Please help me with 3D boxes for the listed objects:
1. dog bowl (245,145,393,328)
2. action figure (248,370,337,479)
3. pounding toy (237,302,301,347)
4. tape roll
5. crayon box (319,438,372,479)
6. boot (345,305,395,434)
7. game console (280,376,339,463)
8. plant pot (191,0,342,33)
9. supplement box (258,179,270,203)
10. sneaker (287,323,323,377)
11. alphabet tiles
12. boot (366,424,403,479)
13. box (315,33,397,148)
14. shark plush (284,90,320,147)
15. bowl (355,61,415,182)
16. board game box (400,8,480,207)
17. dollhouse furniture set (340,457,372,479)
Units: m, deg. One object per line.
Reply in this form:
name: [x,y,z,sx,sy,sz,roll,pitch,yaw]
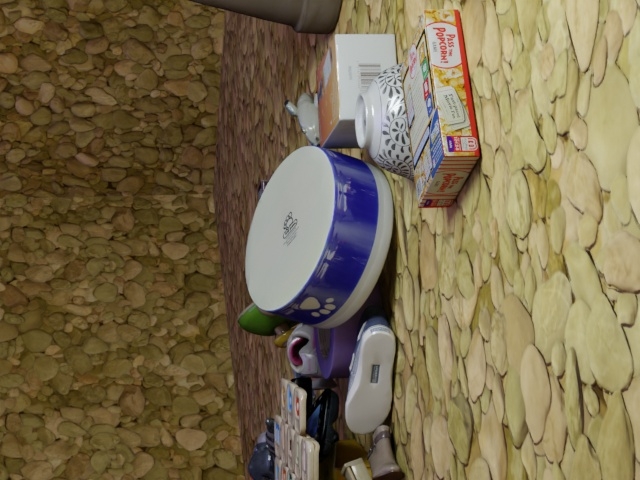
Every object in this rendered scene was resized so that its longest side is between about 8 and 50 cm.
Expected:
dog bowl: [-0.006,-0.006,1.919,0.265,0.104,0.265,-37,44,47]
action figure: [-0.066,0.370,2.443,0.330,0.179,0.341,122,144,-56]
pounding toy: [-0.048,0.144,2.399,0.110,0.183,0.237,60,159,12]
tape roll: [0.042,0.125,2.030,0.189,0.080,0.189,179,90,-79]
crayon box: [0.042,0.453,2.078,0.202,0.081,0.318,-156,65,-79]
boot: [0.077,0.195,1.917,0.086,0.069,0.190,-95,16,-62]
game console: [-0.022,0.314,2.079,0.361,0.044,0.213,120,151,-67]
plant pot: [-0.118,-0.528,2.261,0.323,0.280,0.323,178,90,-79]
supplement box: [-0.068,-0.024,2.562,0.081,0.104,0.188,138,130,-78]
sneaker: [-0.008,0.177,2.227,0.252,0.111,0.103,-143,52,-78]
alphabet tiles: [-0.038,0.361,1.992,0.284,0.021,0.278,-175,84,-78]
boot: [0.095,0.317,1.885,0.118,0.042,0.087,123,152,-61]
box: [0.053,-0.216,1.873,0.170,0.091,0.130,131,136,-75]
shark plush: [-0.004,-0.213,2.406,0.161,0.073,0.067,62,-179,20]
bowl: [0.092,-0.160,1.694,0.170,0.080,0.170,177,90,-80]
board game box: [0.139,-0.155,1.519,0.147,0.045,0.193,111,155,-67]
dollhouse furniture set: [0.041,0.445,1.881,0.161,0.101,0.182,105,143,-60]
